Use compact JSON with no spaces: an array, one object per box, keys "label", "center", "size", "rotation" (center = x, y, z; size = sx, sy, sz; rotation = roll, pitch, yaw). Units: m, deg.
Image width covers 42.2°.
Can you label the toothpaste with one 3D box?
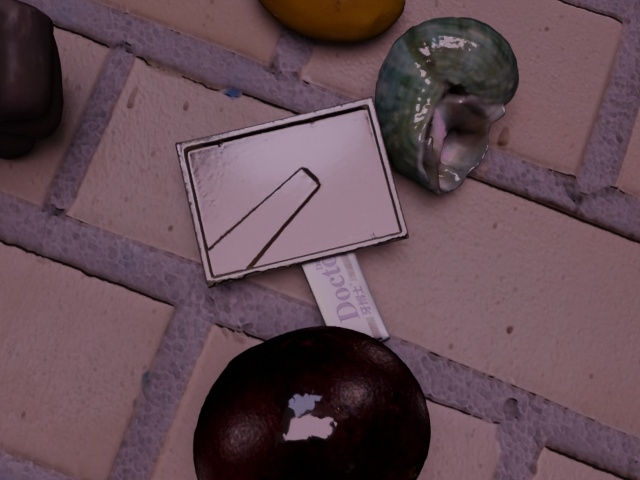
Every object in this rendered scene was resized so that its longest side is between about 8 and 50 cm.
[{"label":"toothpaste","center":[0.000,0.000,1.190],"size":[0.081,0.067,0.337],"rotation":[-22,80,-3]}]

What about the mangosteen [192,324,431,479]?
[{"label":"mangosteen","center":[-0.008,0.253,1.017],"size":[0.297,0.293,0.297],"rotation":[-2,116,-4]}]

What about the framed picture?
[{"label":"framed picture","center":[-0.042,-0.070,1.162],"size":[0.289,0.016,0.213],"rotation":[-14,80,-1]}]

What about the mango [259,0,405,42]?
[{"label":"mango","center":[-0.003,-0.389,1.233],"size":[0.254,0.139,0.175],"rotation":[42,91,0]}]

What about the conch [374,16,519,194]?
[{"label":"conch","center":[0.188,-0.216,1.195],"size":[0.220,0.195,0.277],"rotation":[48,54,-21]}]

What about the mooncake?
[{"label":"mooncake","center":[-0.483,-0.204,1.095],"size":[0.306,0.306,0.154],"rotation":[-9,81,-4]}]
